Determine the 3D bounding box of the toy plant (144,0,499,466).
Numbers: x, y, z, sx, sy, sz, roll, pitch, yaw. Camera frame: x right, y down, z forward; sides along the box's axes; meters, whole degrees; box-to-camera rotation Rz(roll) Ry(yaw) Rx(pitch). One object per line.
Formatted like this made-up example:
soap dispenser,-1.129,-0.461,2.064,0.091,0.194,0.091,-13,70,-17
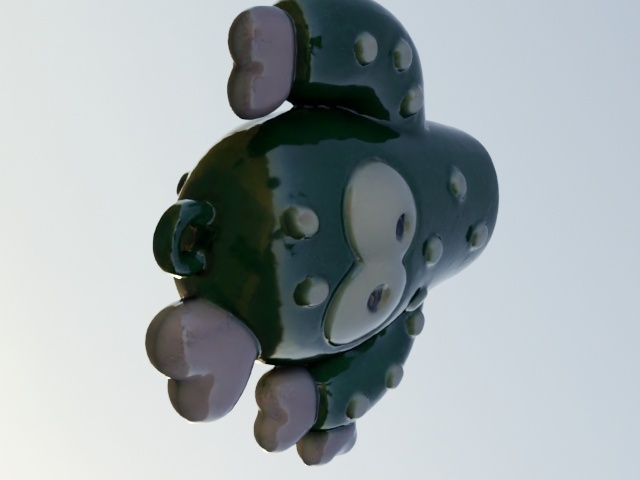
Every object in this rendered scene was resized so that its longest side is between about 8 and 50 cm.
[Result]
toy plant,0.000,-0.005,0.858,0.112,0.243,0.233,16,-99,36
